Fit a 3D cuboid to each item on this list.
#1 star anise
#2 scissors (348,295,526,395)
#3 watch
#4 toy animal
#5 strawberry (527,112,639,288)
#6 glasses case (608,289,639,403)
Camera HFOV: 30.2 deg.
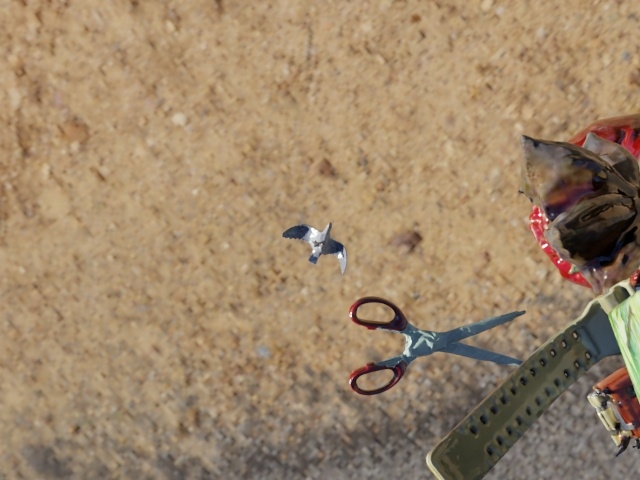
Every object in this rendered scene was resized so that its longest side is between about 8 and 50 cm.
[{"bbox_3d":[0.330,-0.021,1.364,0.315,0.315,0.108,48,120,-2],"label":"star anise"},{"bbox_3d":[0.161,0.140,1.626,0.017,0.248,0.144,-113,22,-70],"label":"scissors"},{"bbox_3d":[0.224,0.112,0.950,0.102,0.268,0.165,57,153,-9],"label":"watch"},{"bbox_3d":[0.000,0.001,1.340,0.084,0.028,0.050,32,129,3],"label":"toy animal"},{"bbox_3d":[0.509,-0.089,1.883,0.295,0.345,0.317,41,126,-4],"label":"strawberry"},{"bbox_3d":[0.204,0.047,0.549,0.272,0.062,0.095,86,168,-78],"label":"glasses case"}]
